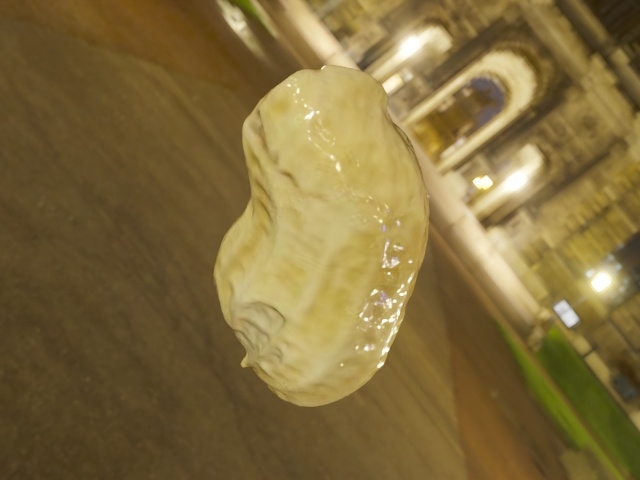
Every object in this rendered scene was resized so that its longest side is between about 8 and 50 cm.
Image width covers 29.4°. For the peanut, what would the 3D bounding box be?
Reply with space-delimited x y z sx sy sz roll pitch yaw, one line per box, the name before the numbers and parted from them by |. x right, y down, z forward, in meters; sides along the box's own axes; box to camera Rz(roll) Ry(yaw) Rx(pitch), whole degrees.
peanut | 0.006 0.002 1.065 0.174 0.340 0.158 28 35 13
